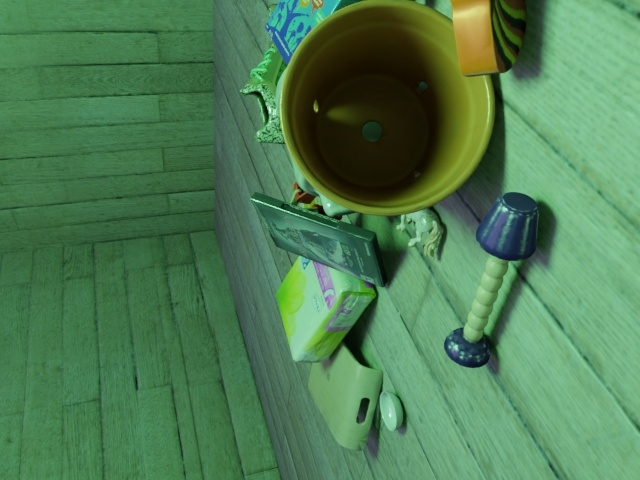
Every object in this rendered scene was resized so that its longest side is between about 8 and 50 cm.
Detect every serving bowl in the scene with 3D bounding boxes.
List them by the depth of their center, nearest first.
[{"bbox_3d":[0.156,0.363,1.223,0.083,0.027,0.083,173,90,-72],"label":"serving bowl"}]

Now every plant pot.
[{"bbox_3d":[0.087,-0.179,0.860,0.203,0.290,0.291,-162,65,-88],"label":"plant pot"}]

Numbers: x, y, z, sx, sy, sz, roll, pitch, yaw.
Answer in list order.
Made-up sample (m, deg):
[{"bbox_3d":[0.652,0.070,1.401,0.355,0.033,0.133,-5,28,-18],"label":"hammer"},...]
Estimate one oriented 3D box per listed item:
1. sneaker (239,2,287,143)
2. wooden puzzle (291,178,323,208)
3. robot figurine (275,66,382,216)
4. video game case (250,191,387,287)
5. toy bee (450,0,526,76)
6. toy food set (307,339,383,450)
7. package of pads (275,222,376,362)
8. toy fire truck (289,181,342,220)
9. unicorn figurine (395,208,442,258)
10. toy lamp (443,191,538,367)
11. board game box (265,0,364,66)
[{"bbox_3d":[-0.129,-0.442,1.543,0.158,0.182,0.410,158,105,-72],"label":"sneaker"},{"bbox_3d":[-0.037,-0.090,1.624,0.221,0.044,0.239,122,138,-63],"label":"wooden puzzle"},{"bbox_3d":[0.027,-0.225,1.110,0.300,0.199,0.353,102,156,-63],"label":"robot figurine"},{"bbox_3d":[0.000,0.000,1.177,0.026,0.274,0.196,-61,-26,-22],"label":"video game case"},{"bbox_3d":[0.201,-0.356,0.659,0.195,0.162,0.298,28,145,31],"label":"toy bee"},{"bbox_3d":[0.062,0.342,1.447,0.306,0.092,0.220,-134,52,-60],"label":"toy food set"},{"bbox_3d":[0.005,0.133,1.380,0.296,0.101,0.229,-58,37,39],"label":"package of pads"},{"bbox_3d":[-0.029,-0.055,1.254,0.192,0.135,0.047,-44,43,40],"label":"toy fire truck"},{"bbox_3d":[0.160,-0.051,0.997,0.162,0.060,0.111,41,145,29],"label":"unicorn figurine"},{"bbox_3d":[0.232,0.058,0.784,0.080,0.080,0.275,-117,27,-46],"label":"toy lamp"},{"bbox_3d":[-0.004,-0.408,0.985,0.210,0.047,0.160,-51,49,31],"label":"board game box"}]
